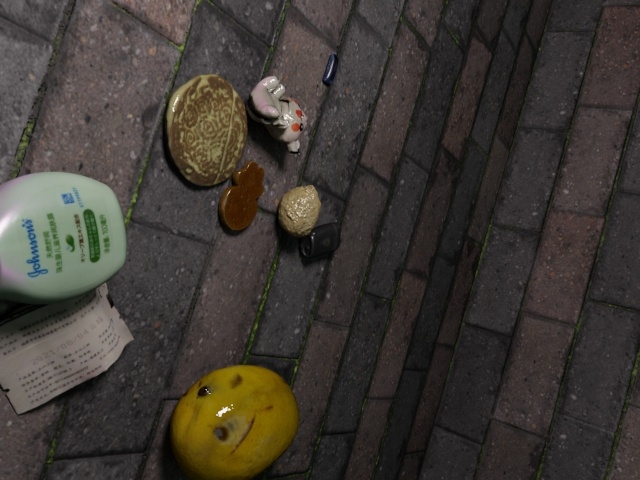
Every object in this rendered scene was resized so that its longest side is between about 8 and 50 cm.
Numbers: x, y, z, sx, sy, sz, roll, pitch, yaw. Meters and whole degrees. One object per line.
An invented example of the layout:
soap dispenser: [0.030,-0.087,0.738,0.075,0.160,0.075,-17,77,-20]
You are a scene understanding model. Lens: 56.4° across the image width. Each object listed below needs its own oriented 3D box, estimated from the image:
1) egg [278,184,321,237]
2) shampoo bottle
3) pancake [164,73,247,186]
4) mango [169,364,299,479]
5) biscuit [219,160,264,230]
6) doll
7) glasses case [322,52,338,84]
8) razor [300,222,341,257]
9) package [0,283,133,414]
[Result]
egg: [-0.054,-0.077,1.573,0.116,0.118,0.140,16,80,-38]
shampoo bottle: [-0.498,0.007,0.957,0.350,0.151,0.221,-16,107,-50]
pancake: [-0.250,-0.243,1.317,0.250,0.031,0.250,-24,121,-49]
mango: [-0.187,0.465,1.491,0.445,0.221,0.301,36,70,-56]
biscuit: [-0.190,-0.107,1.453,0.124,0.026,0.175,39,70,-54]
doll: [-0.102,-0.301,1.439,0.192,0.095,0.149,30,47,-56]
glasses case: [0.032,-0.469,1.637,0.033,0.023,0.083,24,82,-53]
razor: [0.000,0.000,1.727,0.148,0.054,0.090,-18,115,-50]
package: [-0.484,0.185,1.119,0.251,0.062,0.203,-38,129,-36]
